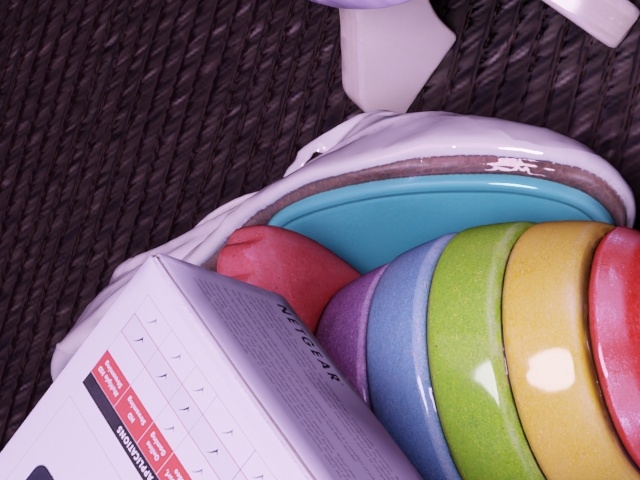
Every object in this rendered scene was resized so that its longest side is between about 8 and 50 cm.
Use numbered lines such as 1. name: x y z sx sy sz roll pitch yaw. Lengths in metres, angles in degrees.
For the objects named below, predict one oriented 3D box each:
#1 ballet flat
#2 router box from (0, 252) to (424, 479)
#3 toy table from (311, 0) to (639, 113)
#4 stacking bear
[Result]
1. ballet flat: 0.000 0.000 1.061 0.400 0.139 0.139 -26 53 37
2. router box: -0.050 0.224 0.713 0.301 0.082 0.335 -51 50 16
3. toy table: 0.055 -0.202 1.068 0.252 0.161 0.274 -47 44 18
4. stacking bear: 0.117 0.058 0.874 0.289 0.164 0.175 -14 70 29
